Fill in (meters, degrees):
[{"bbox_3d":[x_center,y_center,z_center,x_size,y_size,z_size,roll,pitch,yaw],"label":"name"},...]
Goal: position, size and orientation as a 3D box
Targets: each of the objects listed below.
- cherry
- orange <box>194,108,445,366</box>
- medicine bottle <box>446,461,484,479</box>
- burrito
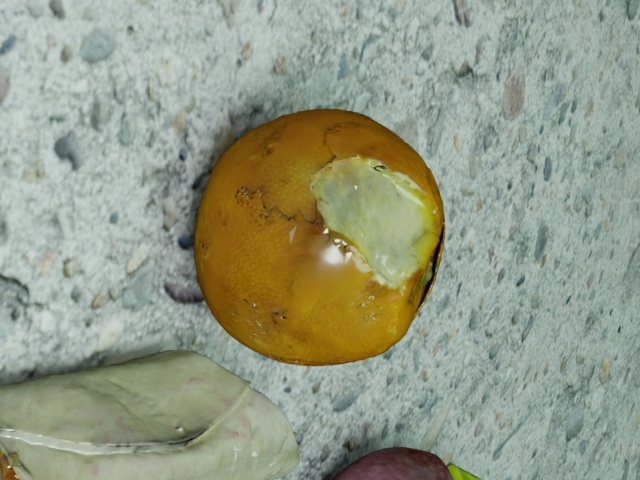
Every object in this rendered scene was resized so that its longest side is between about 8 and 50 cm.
[{"bbox_3d":[0.086,0.340,1.362,0.250,0.192,0.175,-52,180,-44],"label":"cherry"},{"bbox_3d":[0.000,0.000,1.048,0.240,0.240,0.240,-28,126,-48],"label":"orange"},{"bbox_3d":[0.185,0.431,1.467,0.137,0.250,0.141,-31,149,11],"label":"medicine bottle"},{"bbox_3d":[-0.159,0.170,0.965,0.299,0.143,0.105,-4,129,-51],"label":"burrito"}]
